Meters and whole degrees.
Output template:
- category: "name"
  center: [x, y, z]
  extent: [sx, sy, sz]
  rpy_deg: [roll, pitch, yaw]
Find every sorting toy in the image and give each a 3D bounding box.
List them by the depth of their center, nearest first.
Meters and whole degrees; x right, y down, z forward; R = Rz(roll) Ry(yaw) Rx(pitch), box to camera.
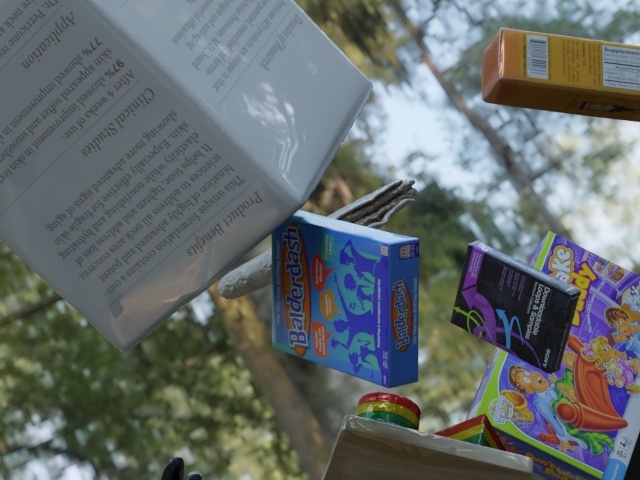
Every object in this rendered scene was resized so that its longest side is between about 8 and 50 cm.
- category: "sorting toy"
  center: [0.142, 0.305, 2.288]
  extent: [0.257, 0.089, 0.255]
  rpy_deg: [14, -33, -1]

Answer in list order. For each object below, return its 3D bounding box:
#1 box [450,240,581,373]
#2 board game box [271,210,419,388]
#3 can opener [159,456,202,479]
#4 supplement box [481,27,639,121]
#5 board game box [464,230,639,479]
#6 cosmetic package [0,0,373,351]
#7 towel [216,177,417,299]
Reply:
- category: "box"
  center: [0.245, 0.084, 2.109]
  extent: [0.029, 0.162, 0.116]
  rpy_deg: [-18, -54, -49]
- category: "board game box"
  center: [0.024, 0.061, 1.838]
  extent: [0.047, 0.210, 0.160]
  rpy_deg: [-9, -76, -37]
- category: "can opener"
  center: [-0.138, 0.273, 1.561]
  extent: [0.073, 0.059, 0.186]
  rpy_deg: [-37, -23, -44]
- category: "supplement box"
  center: [0.326, -0.207, 2.102]
  extent: [0.233, 0.080, 0.078]
  rpy_deg: [8, -21, -10]
- category: "board game box"
  center: [0.377, 0.186, 2.469]
  extent: [0.078, 0.233, 0.347]
  rpy_deg: [116, 180, -59]
- category: "cosmetic package"
  center: [-0.216, -0.160, 1.922]
  extent: [0.329, 0.394, 0.327]
  rpy_deg: [-38, 14, 32]
- category: "towel"
  center: [0.000, 0.000, 2.338]
  extent: [0.282, 0.049, 0.187]
  rpy_deg: [-30, 1, -37]
